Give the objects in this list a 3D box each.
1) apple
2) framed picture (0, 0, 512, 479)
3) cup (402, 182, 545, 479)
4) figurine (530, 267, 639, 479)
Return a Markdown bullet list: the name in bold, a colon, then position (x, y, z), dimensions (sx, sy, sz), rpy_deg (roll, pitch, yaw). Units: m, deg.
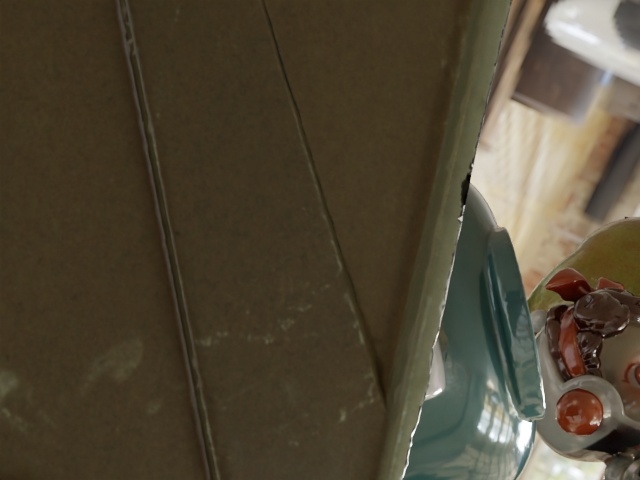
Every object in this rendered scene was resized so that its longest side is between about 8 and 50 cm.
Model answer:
- **apple**: position (0.273, 0.089, 1.300), dimensions (0.188, 0.207, 0.174), rpy_deg (43, -166, 18)
- **framed picture**: position (-0.047, -0.075, 0.455), dimensions (0.247, 0.335, 0.022), rpy_deg (22, 163, -30)
- **cup**: position (-0.013, 0.069, 0.856), dimensions (0.258, 0.219, 0.290), rpy_deg (-12, 178, 4)
- **figurine**: position (0.217, 0.128, 1.125), dimensions (0.184, 0.226, 0.160), rpy_deg (8, 155, -29)
